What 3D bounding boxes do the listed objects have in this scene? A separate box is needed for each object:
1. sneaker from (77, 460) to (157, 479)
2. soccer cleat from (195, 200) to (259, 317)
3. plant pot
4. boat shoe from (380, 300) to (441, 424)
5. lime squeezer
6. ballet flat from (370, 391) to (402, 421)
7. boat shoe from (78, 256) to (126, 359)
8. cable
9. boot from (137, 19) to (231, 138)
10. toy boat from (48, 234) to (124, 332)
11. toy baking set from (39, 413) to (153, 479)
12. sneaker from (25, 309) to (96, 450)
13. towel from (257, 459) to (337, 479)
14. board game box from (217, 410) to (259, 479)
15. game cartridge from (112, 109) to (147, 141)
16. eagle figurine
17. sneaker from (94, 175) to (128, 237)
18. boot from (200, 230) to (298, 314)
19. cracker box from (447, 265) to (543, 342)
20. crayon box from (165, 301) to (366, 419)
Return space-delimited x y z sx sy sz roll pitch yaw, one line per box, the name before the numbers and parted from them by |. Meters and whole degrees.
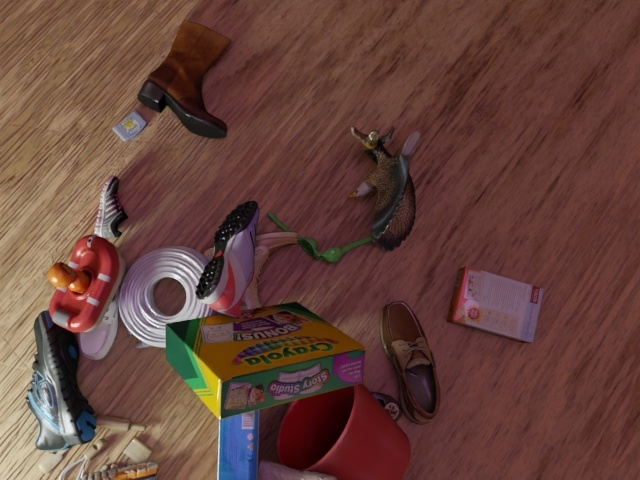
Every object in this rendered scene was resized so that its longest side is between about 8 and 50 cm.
sneaker | -0.496 0.595 1.630 0.215 0.084 0.083 -8 95 -14
soccer cleat | -0.206 0.041 1.684 0.116 0.109 0.318 43 46 -31
plant pot | 0.069 0.488 1.651 0.243 0.275 0.275 41 76 -25
boat shoe | 0.248 0.313 1.777 0.123 0.120 0.324 -13 75 -12
lime squeezer | 0.000 0.000 1.838 0.310 0.059 0.110 12 79 -5
ballet flat | 0.097 0.419 1.776 0.250 0.058 0.084 22 77 -4
boat shoe | -0.556 0.159 1.704 0.098 0.096 0.277 7 79 -6
cable | -0.378 0.140 1.704 0.257 0.089 0.257 -6 84 6
boot | -0.322 -0.441 1.870 0.264 0.096 0.280 26 70 4
toy boat | -0.573 0.092 1.600 0.151 0.151 0.231 15 76 30
toy baking set | -0.548 0.527 1.674 0.256 0.030 0.196 15 78 -6
sneaker | -0.658 0.339 1.645 0.140 0.125 0.340 -20 74 8
towel | -0.045 0.626 1.544 0.187 0.049 0.282 7 116 16
board game box | -0.191 0.512 1.577 0.086 0.302 0.308 2 85 -7
game cartridge | -0.511 -0.308 1.837 0.083 0.017 0.056 -44 92 -13
eagle figurine | 0.180 -0.141 1.823 0.226 0.225 0.298 -7 67 -35
sneaker | -0.535 -0.082 1.770 0.075 0.063 0.170 9 84 -6
boot | -0.166 0.091 1.775 0.262 0.095 0.203 -15 82 -7
cracker box | 0.481 0.178 1.873 0.232 0.067 0.155 17 79 -4
crayon box | -0.132 0.260 1.574 0.363 0.313 0.106 -7 108 -32
